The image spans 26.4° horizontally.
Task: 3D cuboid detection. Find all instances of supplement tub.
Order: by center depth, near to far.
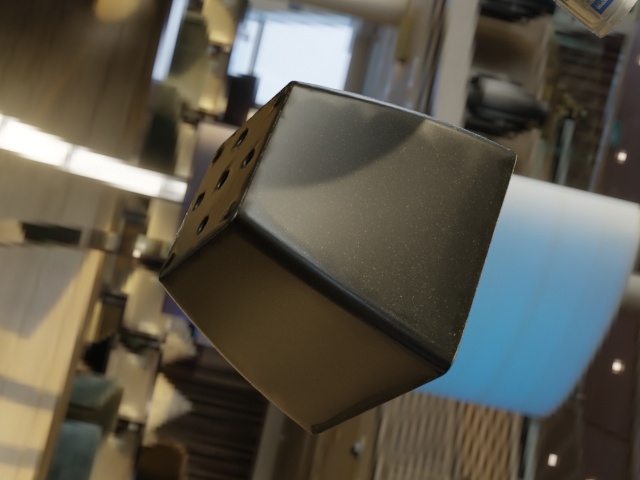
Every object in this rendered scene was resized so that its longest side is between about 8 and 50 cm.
[{"bbox_3d":[0.279,-0.275,1.449,0.071,0.107,0.071,-52,-176,5],"label":"supplement tub"}]

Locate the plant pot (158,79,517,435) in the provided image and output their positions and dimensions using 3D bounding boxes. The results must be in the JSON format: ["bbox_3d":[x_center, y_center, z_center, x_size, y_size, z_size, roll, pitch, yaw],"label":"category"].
[{"bbox_3d":[0.000,0.000,0.958,0.188,0.167,0.187,-34,-150,53],"label":"plant pot"}]
